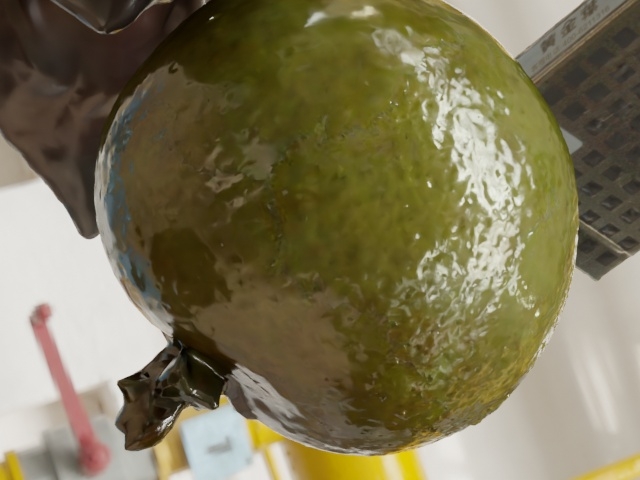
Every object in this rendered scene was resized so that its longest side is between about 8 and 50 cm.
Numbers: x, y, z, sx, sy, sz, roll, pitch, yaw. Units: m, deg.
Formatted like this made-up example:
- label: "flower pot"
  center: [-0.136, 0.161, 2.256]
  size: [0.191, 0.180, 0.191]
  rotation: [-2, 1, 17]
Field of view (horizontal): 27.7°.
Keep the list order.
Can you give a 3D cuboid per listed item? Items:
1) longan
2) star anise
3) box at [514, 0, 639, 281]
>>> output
- label: "longan"
  center: [0.000, 0.000, 0.410]
  size: [0.155, 0.176, 0.145]
  rotation: [39, -11, 3]
- label: "star anise"
  center: [-0.078, -0.146, 0.440]
  size: [0.315, 0.108, 0.315]
  rotation: [168, -90, -67]
- label: "box"
  center: [0.241, -0.106, 0.846]
  size: [0.325, 0.180, 0.047]
  rotation: [-39, -146, 35]
